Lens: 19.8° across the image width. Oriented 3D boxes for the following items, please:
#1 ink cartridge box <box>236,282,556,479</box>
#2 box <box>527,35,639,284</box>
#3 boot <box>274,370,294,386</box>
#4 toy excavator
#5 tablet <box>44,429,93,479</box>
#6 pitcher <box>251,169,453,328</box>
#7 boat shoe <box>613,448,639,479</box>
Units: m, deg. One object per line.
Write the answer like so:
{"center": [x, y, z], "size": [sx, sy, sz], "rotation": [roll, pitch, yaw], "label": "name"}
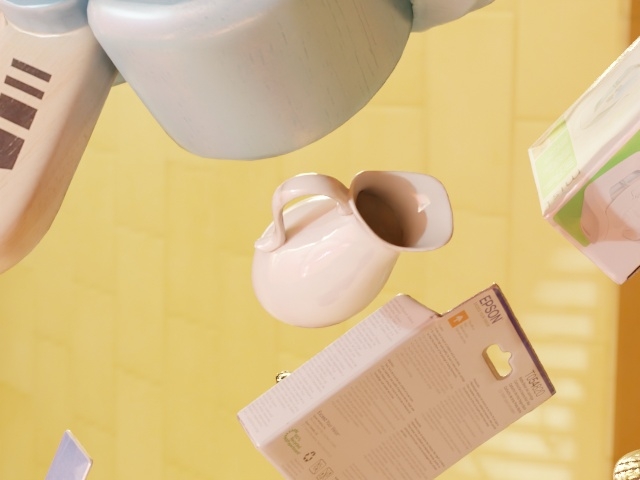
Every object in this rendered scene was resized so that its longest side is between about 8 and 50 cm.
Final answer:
{"center": [0.067, 0.130, 1.482], "size": [0.224, 0.045, 0.223], "rotation": [-34, 146, 0], "label": "ink cartridge box"}
{"center": [0.367, -0.113, 2.014], "size": [0.127, 0.262, 0.231], "rotation": [40, -162, -12], "label": "box"}
{"center": [0.008, 0.170, 2.111], "size": [0.099, 0.045, 0.121], "rotation": [6, -170, 23], "label": "boot"}
{"center": [-0.118, -0.118, 1.011], "size": [0.433, 0.445, 0.222], "rotation": [6, 156, 19], "label": "toy excavator"}
{"center": [-0.204, 0.197, 1.445], "size": [0.006, 0.083, 0.054], "rotation": [15, -165, -36], "label": "tablet"}
{"center": [0.000, 0.000, 1.778], "size": [0.178, 0.125, 0.207], "rotation": [17, 147, -29], "label": "pitcher"}
{"center": [0.381, 0.307, 1.984], "size": [0.103, 0.092, 0.285], "rotation": [-10, -164, 1], "label": "boat shoe"}
